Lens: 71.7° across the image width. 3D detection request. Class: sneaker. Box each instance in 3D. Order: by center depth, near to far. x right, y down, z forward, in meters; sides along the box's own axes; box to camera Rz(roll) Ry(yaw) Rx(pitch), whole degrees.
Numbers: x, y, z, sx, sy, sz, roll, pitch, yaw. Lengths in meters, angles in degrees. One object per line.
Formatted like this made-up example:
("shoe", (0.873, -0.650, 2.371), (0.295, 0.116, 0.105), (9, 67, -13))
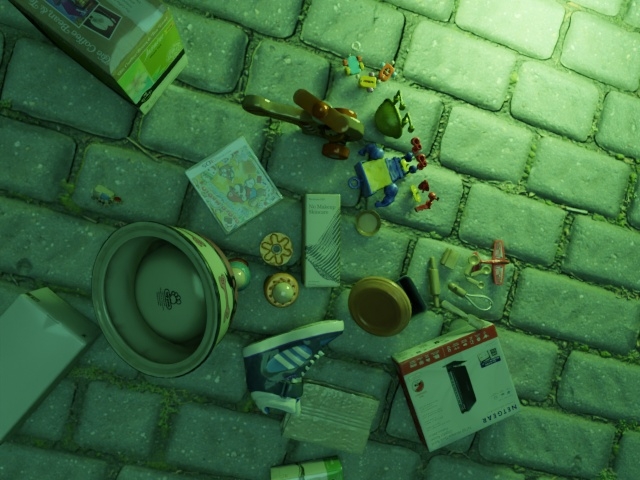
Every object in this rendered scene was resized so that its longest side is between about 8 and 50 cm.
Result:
("sneaker", (-0.058, 0.382, 1.300), (0.322, 0.130, 0.237), (-17, 83, -2))

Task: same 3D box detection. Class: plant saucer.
("plant saucer", (0.172, 0.206, 1.335), (0.199, 0.037, 0.200), (9, 113, 24))
("plant saucer", (0.150, -0.055, 1.395), (0.083, 0.015, 0.084), (0, 91, -8))

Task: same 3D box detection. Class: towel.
("towel", (0.028, 0.545, 1.371), (0.281, 0.049, 0.187), (18, 90, -8))

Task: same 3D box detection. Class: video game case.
("video game case", (-0.258, -0.165, 1.329), (0.206, 0.026, 0.227), (-34, 96, -6))

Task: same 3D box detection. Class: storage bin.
("storage bin", (0.251, 0.180, 1.376), (0.098, 0.091, 0.135), (-31, 94, -7))

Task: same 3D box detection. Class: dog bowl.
("dog bowl", (-0.401, 0.145, 1.179), (0.407, 0.150, 0.409), (3, 98, 21))

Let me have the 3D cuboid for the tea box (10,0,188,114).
("tea box", (-0.554, -0.546, 1.131), (0.329, 0.323, 0.220), (38, 85, -8))

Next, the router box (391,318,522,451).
("router box", (0.434, 0.455, 1.410), (0.335, 0.082, 0.302), (-21, 94, -8))

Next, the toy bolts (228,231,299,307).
("toy bolts", (-0.174, 0.084, 1.278), (0.228, 0.158, 0.219), (2, 91, -8))

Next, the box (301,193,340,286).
("box", (0.000, 0.000, 1.335), (0.113, 0.094, 0.276), (-1, 92, -8))

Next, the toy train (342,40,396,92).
("toy train", (0.146, -0.531, 1.375), (0.166, 0.046, 0.125), (31, 85, -11))

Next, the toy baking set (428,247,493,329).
("toy baking set", (0.442, 0.148, 1.396), (0.196, 0.030, 0.257), (1, 77, 7))

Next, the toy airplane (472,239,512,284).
("toy airplane", (0.558, 0.074, 1.450), (0.151, 0.028, 0.151), (0, 89, -8))

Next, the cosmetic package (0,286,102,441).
("cosmetic package", (-0.816, 0.341, 1.193), (0.217, 0.156, 0.385), (43, 84, -7))

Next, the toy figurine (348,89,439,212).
("toy figurine", (0.177, -0.230, 1.318), (0.217, 0.191, 0.363), (-20, 93, -3))

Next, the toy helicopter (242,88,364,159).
("toy helicopter", (-0.046, -0.347, 1.252), (0.354, 0.235, 0.140), (13, 89, -8))

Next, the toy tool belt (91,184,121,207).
("toy tool belt", (-0.617, -0.119, 1.272), (0.083, 0.052, 0.051), (32, 118, -4))

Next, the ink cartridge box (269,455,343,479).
("ink cartridge box", (-0.040, 0.764, 1.341), (0.219, 0.092, 0.161), (-5, 91, -8))
